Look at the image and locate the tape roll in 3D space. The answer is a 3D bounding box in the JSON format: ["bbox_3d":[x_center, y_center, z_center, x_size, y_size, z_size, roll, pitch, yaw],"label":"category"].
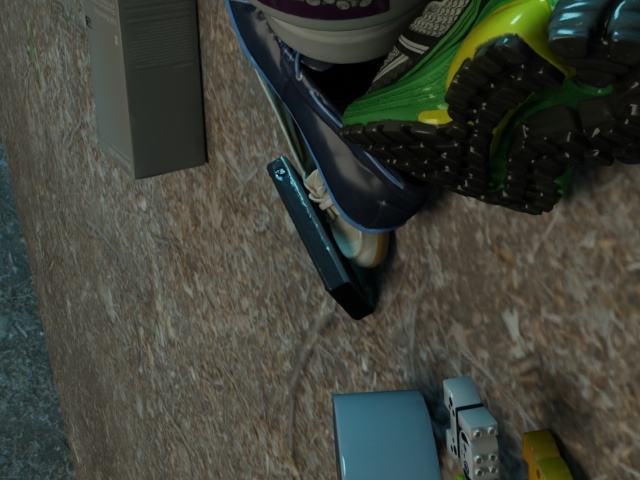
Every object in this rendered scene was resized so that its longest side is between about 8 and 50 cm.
[{"bbox_3d":[0.053,0.229,0.796,0.219,0.072,0.219,175,90,-88],"label":"tape roll"}]

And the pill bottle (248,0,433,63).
[{"bbox_3d":[0.007,-0.222,0.558,0.301,0.169,0.169,74,173,-72],"label":"pill bottle"}]

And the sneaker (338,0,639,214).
[{"bbox_3d":[0.115,-0.106,0.560,0.146,0.134,0.343,-70,14,-12],"label":"sneaker"}]

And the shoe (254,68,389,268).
[{"bbox_3d":[-0.002,-0.075,0.863,0.076,0.058,0.219,-41,66,63],"label":"shoe"}]

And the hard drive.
[{"bbox_3d":[0.000,0.000,0.891,0.135,0.022,0.094,64,-175,25],"label":"hard drive"}]

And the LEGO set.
[{"bbox_3d":[0.141,0.207,0.674,0.093,0.087,0.227,-126,29,-69],"label":"LEGO set"}]

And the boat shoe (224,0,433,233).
[{"bbox_3d":[0.018,-0.136,0.769,0.258,0.109,0.089,57,147,1],"label":"boat shoe"}]

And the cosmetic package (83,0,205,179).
[{"bbox_3d":[-0.207,-0.205,1.181,0.127,0.107,0.238,35,131,51],"label":"cosmetic package"}]
